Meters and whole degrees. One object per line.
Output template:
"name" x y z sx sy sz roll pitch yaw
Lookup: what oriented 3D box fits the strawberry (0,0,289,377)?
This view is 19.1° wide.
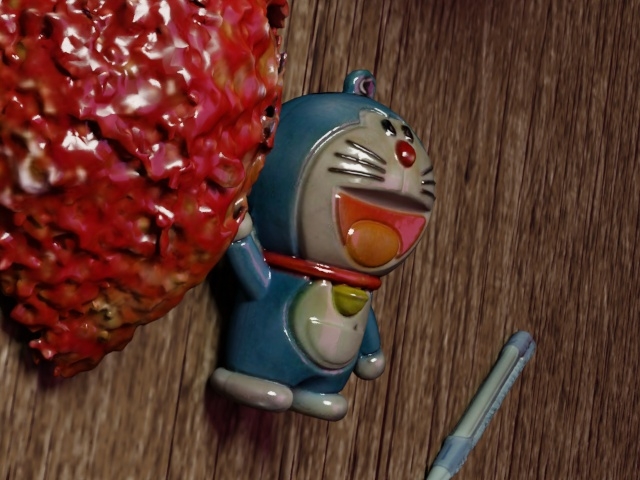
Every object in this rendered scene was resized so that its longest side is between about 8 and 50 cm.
"strawberry" -0.063 -0.054 0.687 0.140 0.085 0.192 57 47 -53

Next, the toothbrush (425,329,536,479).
"toothbrush" 0.076 0.117 1.048 0.219 0.016 0.019 -52 139 -47

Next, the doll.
"doll" 0.000 0.000 0.818 0.114 0.085 0.152 16 89 -43
